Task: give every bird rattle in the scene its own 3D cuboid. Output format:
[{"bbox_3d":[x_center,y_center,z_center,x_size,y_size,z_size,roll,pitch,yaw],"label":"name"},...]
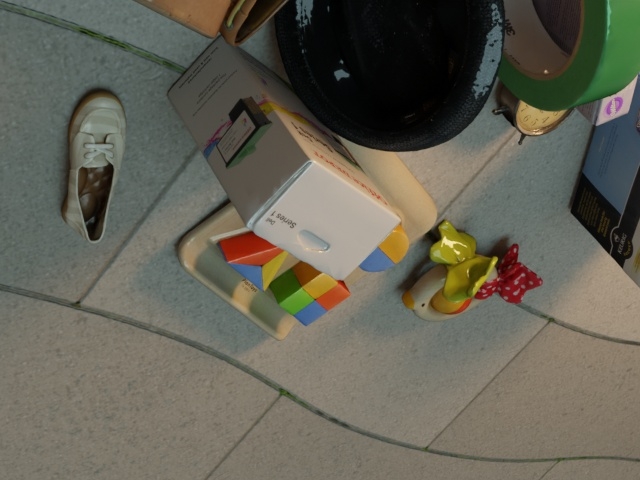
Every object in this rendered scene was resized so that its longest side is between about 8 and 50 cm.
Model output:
[{"bbox_3d":[0.253,0.068,1.895,0.207,0.143,0.253,-37,154,22],"label":"bird rattle"}]

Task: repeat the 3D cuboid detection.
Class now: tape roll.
[{"bbox_3d":[0.286,-0.325,1.336,0.077,0.321,0.321,-19,138,-18],"label":"tape roll"}]

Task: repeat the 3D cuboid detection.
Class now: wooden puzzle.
[{"bbox_3d":[0.000,0.000,1.654,0.348,0.080,0.322,-39,140,6],"label":"wooden puzzle"}]

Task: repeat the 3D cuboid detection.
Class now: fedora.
[{"bbox_3d":[0.101,-0.286,1.355,0.334,0.334,0.152,-62,168,29],"label":"fedora"}]

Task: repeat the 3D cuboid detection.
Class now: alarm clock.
[{"bbox_3d":[0.356,-0.242,1.663,0.192,0.064,0.129,-40,140,10],"label":"alarm clock"}]

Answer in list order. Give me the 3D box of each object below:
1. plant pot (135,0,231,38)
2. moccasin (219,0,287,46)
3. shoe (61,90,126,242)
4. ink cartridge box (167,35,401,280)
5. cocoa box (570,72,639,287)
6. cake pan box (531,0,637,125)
[{"bbox_3d":[-0.174,-0.360,1.081,0.263,0.263,0.229,21,99,-44],"label":"plant pot"},{"bbox_3d":[0.013,-0.359,1.188,0.380,0.147,0.139,-34,171,18],"label":"moccasin"},{"bbox_3d":[-0.288,-0.091,1.388,0.076,0.058,0.219,-6,133,-29],"label":"shoe"},{"bbox_3d":[-0.048,-0.105,1.365,0.117,0.278,0.201,-45,139,13],"label":"ink cartridge box"},{"bbox_3d":[0.609,-0.132,1.812,0.231,0.228,0.347,-16,137,-21],"label":"cocoa box"},{"bbox_3d":[0.337,-0.321,1.433,0.070,0.246,0.267,-18,137,-17],"label":"cake pan box"}]
